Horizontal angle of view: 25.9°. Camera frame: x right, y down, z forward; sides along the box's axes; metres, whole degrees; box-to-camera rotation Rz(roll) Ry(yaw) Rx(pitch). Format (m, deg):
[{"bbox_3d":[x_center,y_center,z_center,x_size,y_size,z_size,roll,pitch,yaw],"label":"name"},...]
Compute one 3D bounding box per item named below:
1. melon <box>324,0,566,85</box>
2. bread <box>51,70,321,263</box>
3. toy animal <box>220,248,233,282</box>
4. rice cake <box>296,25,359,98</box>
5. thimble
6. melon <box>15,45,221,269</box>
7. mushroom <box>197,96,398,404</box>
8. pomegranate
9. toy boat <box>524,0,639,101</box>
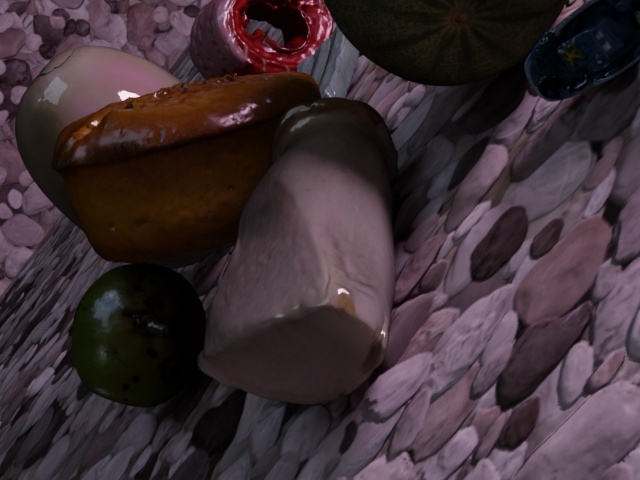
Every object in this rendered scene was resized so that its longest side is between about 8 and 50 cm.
[{"bbox_3d":[0.111,-0.262,1.258,0.237,0.237,0.301,-45,20,24],"label":"melon"},{"bbox_3d":[-0.132,-0.081,1.466,0.312,0.172,0.312,-13,7,2],"label":"bread"},{"bbox_3d":[-0.047,0.032,1.368,0.124,0.071,0.085,-35,24,48],"label":"toy animal"},{"bbox_3d":[-0.002,-0.199,1.809,0.124,0.038,0.211,-41,20,36],"label":"rice cake"},{"bbox_3d":[-0.084,-0.286,1.975,0.190,0.163,0.125,-12,-8,-30],"label":"thimble"},{"bbox_3d":[-0.226,-0.100,1.715,0.223,0.317,0.223,-43,16,16],"label":"melon"},{"bbox_3d":[-0.005,0.008,1.188,0.154,0.137,0.407,-56,10,25],"label":"mushroom"},{"bbox_3d":[-0.187,0.106,1.524,0.156,0.156,0.220,-52,-15,1],"label":"pomegranate"},{"bbox_3d":[0.211,-0.151,1.055,0.137,0.060,0.061,-30,7,41],"label":"toy boat"}]
